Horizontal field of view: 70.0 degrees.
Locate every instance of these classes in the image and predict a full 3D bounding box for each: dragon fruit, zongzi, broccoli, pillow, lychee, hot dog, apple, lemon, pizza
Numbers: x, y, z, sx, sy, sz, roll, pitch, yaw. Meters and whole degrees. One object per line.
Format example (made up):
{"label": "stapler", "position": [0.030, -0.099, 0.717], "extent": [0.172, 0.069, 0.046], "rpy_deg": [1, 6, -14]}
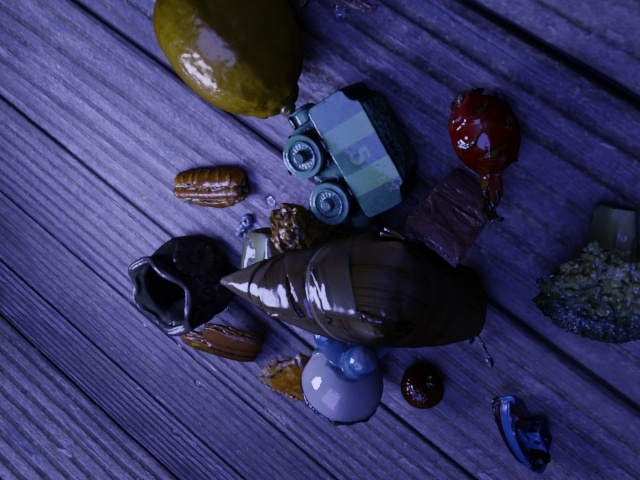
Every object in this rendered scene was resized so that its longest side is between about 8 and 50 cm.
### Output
{"label": "dragon fruit", "position": [0.301, -0.152, 0.831], "extent": [0.125, 0.125, 0.246], "rpy_deg": [-9, 93, 3]}
{"label": "zongzi", "position": [0.103, 0.117, 1.025], "extent": [0.467, 0.500, 0.218], "rpy_deg": [3, 78, 43]}
{"label": "broccoli", "position": [0.496, 0.057, 0.816], "extent": [0.263, 0.247, 0.243], "rpy_deg": [10, 92, -16]}
{"label": "pillow", "position": [0.255, -0.053, 0.865], "extent": [0.126, 0.232, 0.043], "rpy_deg": [41, 142, 8]}
{"label": "lychee", "position": [0.262, 0.380, 1.188], "extent": [0.114, 0.114, 0.146], "rpy_deg": [40, 147, 7]}
{"label": "hot dog", "position": [-0.314, -0.145, 1.285], "extent": [0.269, 0.072, 0.115], "rpy_deg": [-1, 123, 32]}
{"label": "apple", "position": [-0.111, 0.057, 1.205], "extent": [0.207, 0.174, 0.188], "rpy_deg": [14, 103, 28]}
{"label": "lemon", "position": [-0.174, -0.405, 0.917], "extent": [0.316, 0.285, 0.285], "rpy_deg": [25, 127, 19]}
{"label": "pizza", "position": [-0.097, 0.445, 1.482], "extent": [0.189, 0.071, 0.297], "rpy_deg": [44, 135, -12]}

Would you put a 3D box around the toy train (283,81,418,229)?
{"label": "toy train", "position": [0.063, -0.173, 0.969], "extent": [0.238, 0.167, 0.299], "rpy_deg": [-26, 101, 34]}

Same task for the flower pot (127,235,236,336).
{"label": "flower pot", "position": [-0.417, 0.131, 1.412], "extent": [0.301, 0.213, 0.302], "rpy_deg": [16, 124, 26]}

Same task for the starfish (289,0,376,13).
{"label": "starfish", "position": [-0.010, -0.547, 0.872], "extent": [0.295, 0.048, 0.231], "rpy_deg": [31, 128, 13]}

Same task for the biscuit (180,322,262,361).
{"label": "biscuit", "position": [-0.325, 0.331, 1.477], "extent": [0.262, 0.052, 0.277], "rpy_deg": [18, 150, -8]}

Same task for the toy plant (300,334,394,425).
{"label": "toy plant", "position": [0.087, 0.279, 1.174], "extent": [0.247, 0.247, 0.332], "rpy_deg": [26, 125, 18]}

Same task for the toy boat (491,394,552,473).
{"label": "toy boat", "position": [0.491, 0.457, 1.090], "extent": [0.097, 0.100, 0.223], "rpy_deg": [-16, 109, 47]}

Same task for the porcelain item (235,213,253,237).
{"label": "porcelain item", "position": [-0.218, -0.043, 1.306], "extent": [0.036, 0.028, 0.083], "rpy_deg": [42, 129, 9]}

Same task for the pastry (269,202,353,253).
{"label": "pastry", "position": [0.000, 0.000, 1.061], "extent": [0.102, 0.250, 0.154], "rpy_deg": [-50, 43, 22]}
